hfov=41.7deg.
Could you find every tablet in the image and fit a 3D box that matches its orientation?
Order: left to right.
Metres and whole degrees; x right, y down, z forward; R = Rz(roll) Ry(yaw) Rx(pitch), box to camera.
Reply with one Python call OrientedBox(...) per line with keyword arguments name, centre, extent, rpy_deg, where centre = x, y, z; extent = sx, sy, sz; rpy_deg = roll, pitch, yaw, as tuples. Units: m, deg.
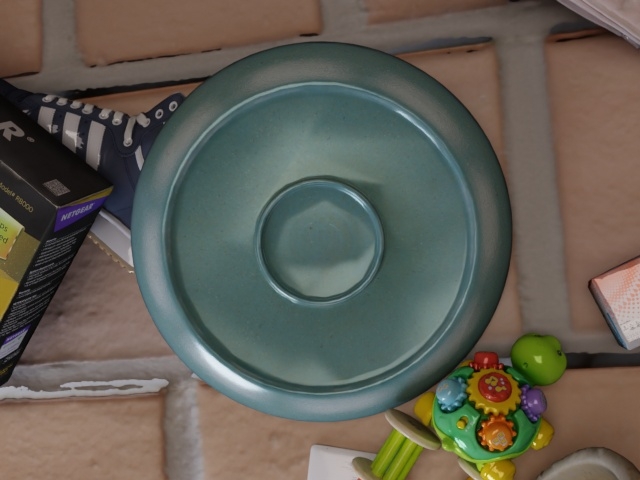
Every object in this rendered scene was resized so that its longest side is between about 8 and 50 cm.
OrientedBox(name="tablet", centre=(0.029, 0.208, 0.720), extent=(0.083, 0.006, 0.054), rpy_deg=(5, 87, 15))

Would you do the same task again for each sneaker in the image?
OrientedBox(name="sneaker", centre=(-0.192, -0.099, 0.754), extent=(0.282, 0.099, 0.153), rpy_deg=(40, 99, 9))

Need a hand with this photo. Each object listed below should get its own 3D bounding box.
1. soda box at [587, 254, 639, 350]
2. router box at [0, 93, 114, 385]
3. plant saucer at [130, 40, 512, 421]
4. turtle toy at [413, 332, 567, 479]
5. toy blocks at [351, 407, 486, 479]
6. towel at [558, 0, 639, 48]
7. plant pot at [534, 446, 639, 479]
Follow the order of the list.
OrientedBox(name="soda box", centre=(0.301, 0.019, 0.637), extent=(0.183, 0.058, 0.063), rpy_deg=(-27, 79, 12))
OrientedBox(name="router box", centre=(-0.360, -0.039, 0.719), extent=(0.308, 0.081, 0.243), rpy_deg=(38, 115, 6))
OrientedBox(name="plant saucer", centre=(0.000, 0.000, 0.677), extent=(0.317, 0.044, 0.318), rpy_deg=(0, 98, 1))
OrientedBox(name="turtle toy", centre=(0.140, 0.122, 0.655), extent=(0.130, 0.066, 0.095), rpy_deg=(-33, 57, -29))
OrientedBox(name="toy blocks", centre=(0.067, 0.230, 0.679), extent=(0.123, 0.054, 0.148), rpy_deg=(31, 94, 7))
OrientedBox(name="towel", centre=(0.215, -0.354, 0.624), extent=(0.316, 0.053, 0.332), rpy_deg=(28, 94, -15))
OrientedBox(name="plant pot", centre=(0.231, 0.354, 0.520), extent=(0.305, 0.334, 0.334), rpy_deg=(31, 94, 3))
